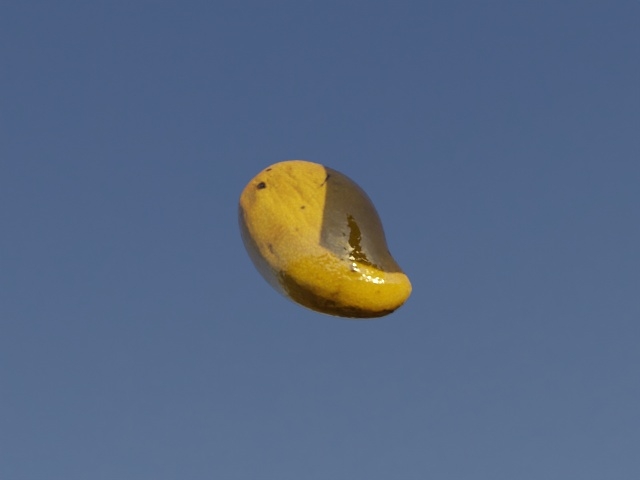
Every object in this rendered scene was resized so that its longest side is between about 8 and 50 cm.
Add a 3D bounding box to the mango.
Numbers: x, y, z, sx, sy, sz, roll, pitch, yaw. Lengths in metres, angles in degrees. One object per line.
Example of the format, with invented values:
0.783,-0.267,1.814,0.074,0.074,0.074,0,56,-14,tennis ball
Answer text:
-0.001,-0.005,1.738,0.157,0.262,0.109,-21,-51,-24,mango
